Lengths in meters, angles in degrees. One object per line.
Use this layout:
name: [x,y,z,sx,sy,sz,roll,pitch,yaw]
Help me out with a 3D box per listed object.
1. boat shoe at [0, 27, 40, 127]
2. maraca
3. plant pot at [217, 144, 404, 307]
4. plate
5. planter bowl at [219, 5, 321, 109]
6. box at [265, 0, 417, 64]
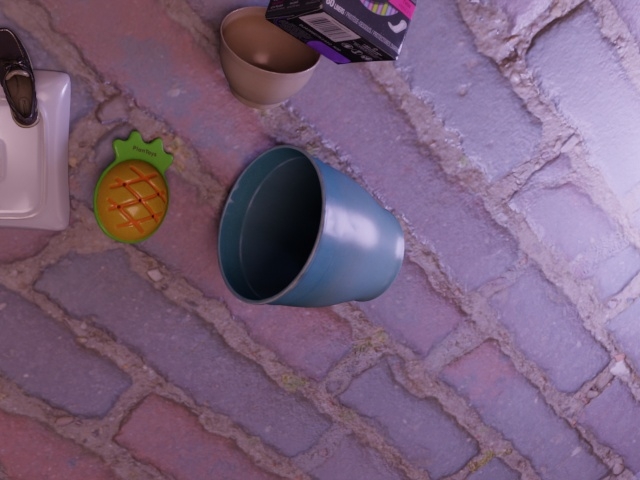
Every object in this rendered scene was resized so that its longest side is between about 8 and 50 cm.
boat shoe: [-0.451,-0.246,1.127,0.056,0.049,0.152,-20,95,-24]
maraca: [-0.311,-0.088,1.265,0.127,0.099,0.186,15,86,-33]
plant pot: [0.000,0.000,1.331,0.255,0.272,0.272,18,111,-42]
plate: [-0.539,-0.134,1.190,0.278,0.045,0.277,1,117,-19]
planter bowl: [-0.089,-0.281,1.213,0.162,0.162,0.109,1,143,-19]
box: [0.057,-0.418,1.116,0.165,0.143,0.270,23,83,-39]
